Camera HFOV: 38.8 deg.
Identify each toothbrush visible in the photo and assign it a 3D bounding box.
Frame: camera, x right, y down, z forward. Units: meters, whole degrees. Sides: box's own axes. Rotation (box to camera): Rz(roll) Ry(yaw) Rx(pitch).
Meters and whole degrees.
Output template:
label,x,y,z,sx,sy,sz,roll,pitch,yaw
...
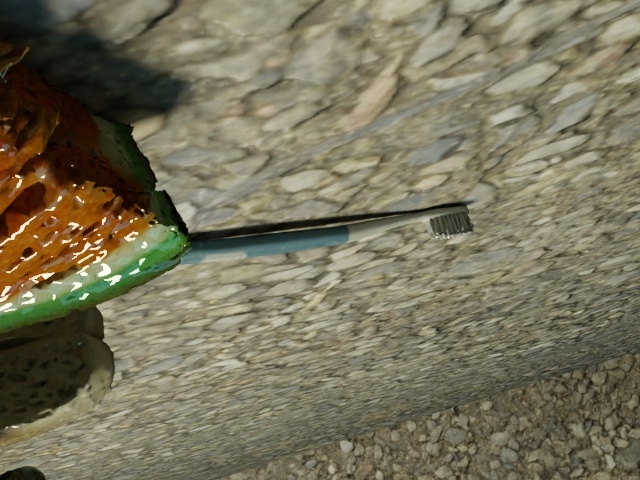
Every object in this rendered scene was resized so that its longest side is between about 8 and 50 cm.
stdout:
label,x,y,z,sx,sy,sz,roll,pitch,yaw
toothbrush,0.000,0.000,0.655,0.276,0.025,0.019,-8,162,-29

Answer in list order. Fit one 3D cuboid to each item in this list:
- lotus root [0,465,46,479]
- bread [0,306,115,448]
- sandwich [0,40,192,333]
label,x,y,z,sx,sy,sz,roll,pitch,yaw
lotus root,-0.239,0.166,0.492,0.192,0.088,0.113,-14,158,0
bread,-0.303,0.106,0.565,0.337,0.102,0.183,-10,162,-20
sandwich,-0.181,-0.016,0.361,0.235,0.079,0.159,-18,153,-8
